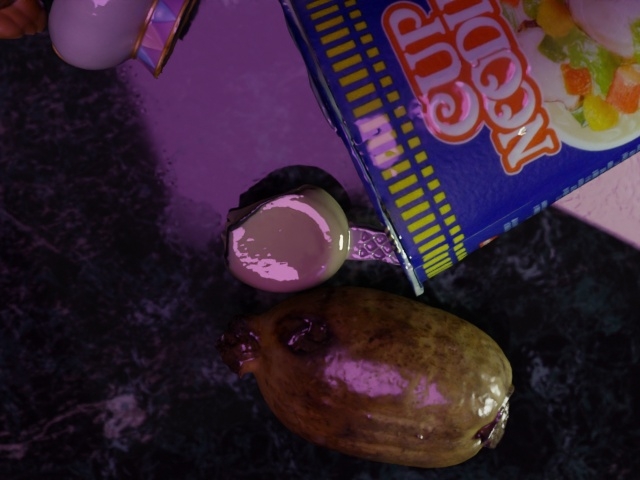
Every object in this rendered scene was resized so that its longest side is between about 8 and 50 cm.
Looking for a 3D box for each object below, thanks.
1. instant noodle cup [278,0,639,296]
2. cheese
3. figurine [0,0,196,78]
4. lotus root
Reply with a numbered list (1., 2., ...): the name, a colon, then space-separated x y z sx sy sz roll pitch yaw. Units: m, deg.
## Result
1. instant noodle cup: 0.156 -0.143 1.438 0.312 0.284 0.284 -24 106 3
2. cheese: -0.002 -0.007 1.595 0.171 0.047 0.092 -13 110 9
3. figurine: -0.229 -0.225 1.492 0.263 0.142 0.189 23 132 -3
4. lotus root: 0.037 0.114 1.593 0.260 0.128 0.145 15 119 1
